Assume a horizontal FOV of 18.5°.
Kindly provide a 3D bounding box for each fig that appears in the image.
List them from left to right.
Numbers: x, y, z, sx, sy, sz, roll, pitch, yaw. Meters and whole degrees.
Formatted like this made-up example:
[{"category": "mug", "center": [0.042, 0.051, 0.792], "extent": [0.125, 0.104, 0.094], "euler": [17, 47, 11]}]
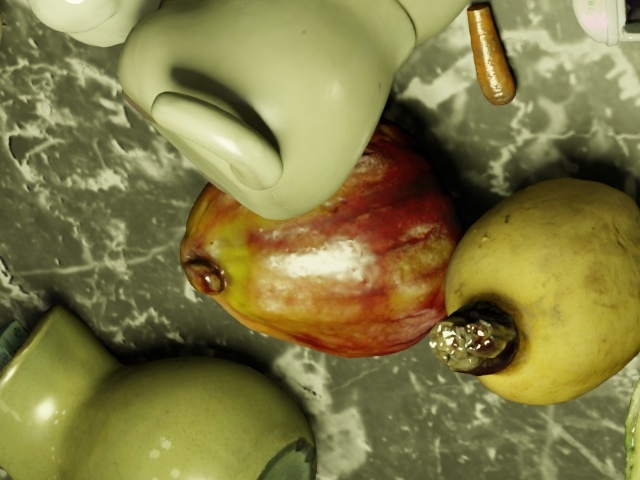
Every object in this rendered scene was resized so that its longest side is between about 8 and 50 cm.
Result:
[{"category": "fig", "center": [0.009, -0.005, 1.777], "extent": [0.263, 0.224, 0.224], "euler": [16, 125, -11]}]

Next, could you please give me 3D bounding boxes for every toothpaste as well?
[{"category": "toothpaste", "center": [-0.296, 0.165, 2.094], "extent": [0.034, 0.046, 0.164], "euler": [-27, 106, 34]}]

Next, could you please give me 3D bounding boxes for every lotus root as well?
[{"category": "lotus root", "center": [0.188, 0.053, 1.686], "extent": [0.183, 0.310, 0.183], "euler": [12, 114, 28]}]

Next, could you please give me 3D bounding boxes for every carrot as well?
[{"category": "carrot", "center": [0.150, -0.163, 1.740], "extent": [0.032, 0.032, 0.093], "euler": [-8, 112, 25]}]

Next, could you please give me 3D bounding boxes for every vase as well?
[{"category": "vase", "center": [-0.164, 0.242, 2.005], "extent": [0.302, 0.241, 0.329], "euler": [21, 151, 24]}]

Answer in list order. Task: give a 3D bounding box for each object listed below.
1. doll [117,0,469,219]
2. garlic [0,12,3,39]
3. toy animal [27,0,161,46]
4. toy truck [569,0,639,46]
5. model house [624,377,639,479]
[{"category": "doll", "center": [-0.011, -0.181, 1.620], "extent": [0.215, 0.370, 0.226], "euler": [41, 157, -20]}, {"category": "garlic", "center": [-0.450, -0.176, 1.844], "extent": [0.322, 0.241, 0.322], "euler": [7, 107, 24]}, {"category": "toy animal", "center": [-0.228, -0.347, 1.655], "extent": [0.196, 0.241, 0.367], "euler": [-18, 111, 27]}, {"category": "toy truck", "center": [0.248, -0.325, 1.494], "extent": [0.178, 0.176, 0.363], "euler": [-11, 123, 3]}, {"category": "model house", "center": [0.447, 0.186, 1.732], "extent": [0.266, 0.261, 0.321], "euler": [10, 143, -13]}]
